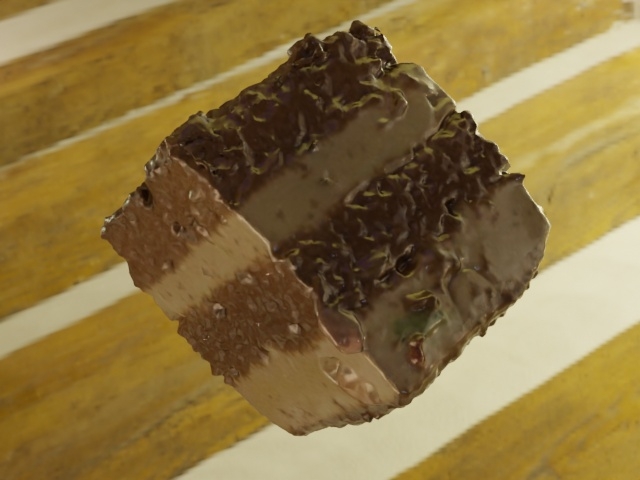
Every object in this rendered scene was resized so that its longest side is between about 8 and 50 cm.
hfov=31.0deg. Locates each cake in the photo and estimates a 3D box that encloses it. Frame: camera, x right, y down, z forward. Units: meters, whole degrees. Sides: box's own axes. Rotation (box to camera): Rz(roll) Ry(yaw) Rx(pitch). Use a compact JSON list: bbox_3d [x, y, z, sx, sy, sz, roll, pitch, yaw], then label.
[{"bbox_3d":[0.000,0.000,1.028,0.256,0.290,0.282,-38,-178,-30],"label":"cake"}]
